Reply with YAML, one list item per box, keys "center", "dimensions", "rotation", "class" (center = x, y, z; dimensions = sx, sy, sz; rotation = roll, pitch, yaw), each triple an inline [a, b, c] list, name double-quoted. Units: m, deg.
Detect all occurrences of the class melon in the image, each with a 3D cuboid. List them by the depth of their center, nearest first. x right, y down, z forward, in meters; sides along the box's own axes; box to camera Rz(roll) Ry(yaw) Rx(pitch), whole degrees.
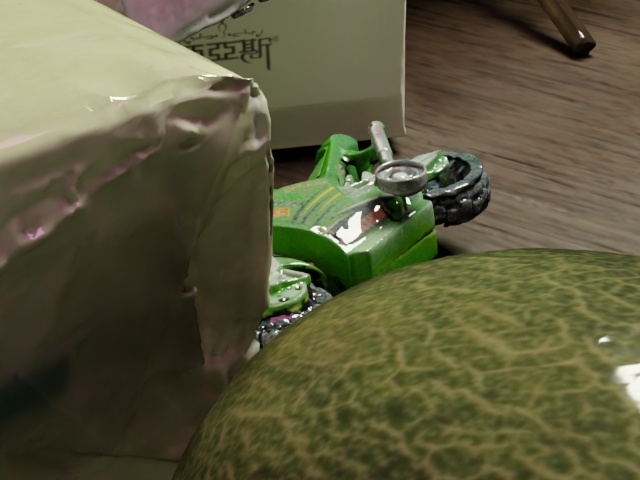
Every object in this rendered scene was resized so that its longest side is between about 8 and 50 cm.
- center: [0.076, 0.126, 0.406]
  dimensions: [0.237, 0.237, 0.302]
  rotation: [-16, 29, -25]
  class: "melon"

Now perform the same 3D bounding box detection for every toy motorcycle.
- center: [0.000, 0.000, 0.795]
  dimensions: [0.106, 0.074, 0.190]
  rotation: [11, 31, 34]
  class: "toy motorcycle"

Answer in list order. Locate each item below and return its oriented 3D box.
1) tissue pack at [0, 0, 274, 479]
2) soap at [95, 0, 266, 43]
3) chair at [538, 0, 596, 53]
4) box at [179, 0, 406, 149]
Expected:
- center: [-0.241, -0.006, 0.658]
  dimensions: [0.297, 0.207, 0.380]
  rotation: [-25, 38, -34]
  class: "tissue pack"
- center: [-0.137, -0.179, 0.857]
  dimensions: [0.259, 0.081, 0.181]
  rotation: [19, 39, 33]
  class: "soap"
- center: [0.103, -0.288, 1.063]
  dimensions: [0.160, 0.186, 0.319]
  rotation: [20, 31, -52]
  class: "chair"
- center: [-0.074, -0.157, 1.004]
  dimensions: [0.203, 0.116, 0.274]
  rotation: [-6, 31, -8]
  class: "box"
